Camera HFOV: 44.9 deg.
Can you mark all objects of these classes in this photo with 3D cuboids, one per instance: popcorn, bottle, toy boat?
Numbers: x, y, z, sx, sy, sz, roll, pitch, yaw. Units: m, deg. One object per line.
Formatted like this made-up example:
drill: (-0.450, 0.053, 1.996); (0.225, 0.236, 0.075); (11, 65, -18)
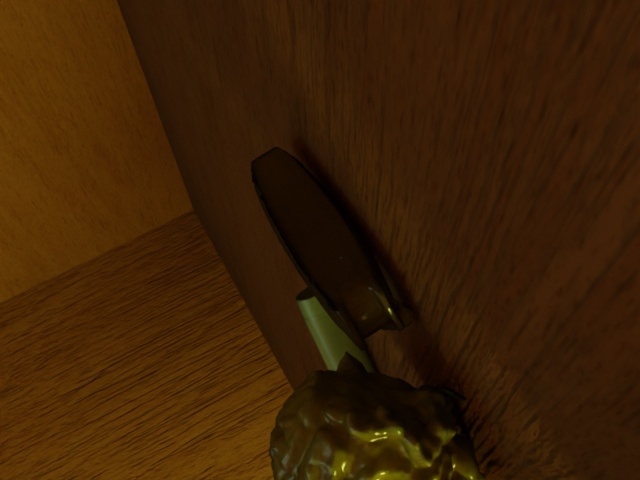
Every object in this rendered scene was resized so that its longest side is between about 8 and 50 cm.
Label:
popcorn: (0.065, 0.244, 0.900); (0.249, 0.249, 0.225); (49, 126, 50)
bottle: (0.031, 0.167, 1.244); (0.201, 0.072, 0.072); (66, 169, -12)
toy boat: (0.000, 0.000, 0.960); (0.321, 0.089, 0.121); (55, 178, 35)
